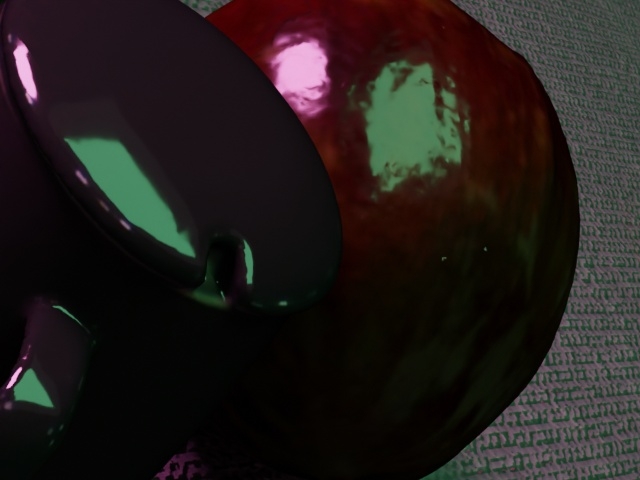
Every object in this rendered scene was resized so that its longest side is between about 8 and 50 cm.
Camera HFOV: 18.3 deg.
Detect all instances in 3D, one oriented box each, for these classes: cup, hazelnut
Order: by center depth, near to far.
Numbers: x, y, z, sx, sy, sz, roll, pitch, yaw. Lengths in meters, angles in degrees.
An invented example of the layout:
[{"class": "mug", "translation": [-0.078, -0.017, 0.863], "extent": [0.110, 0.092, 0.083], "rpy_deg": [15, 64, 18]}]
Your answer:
[{"class": "cup", "translation": [-0.095, 0.020, 0.676], "extent": [0.169, 0.176, 0.223], "rpy_deg": [40, 28, -21]}, {"class": "hazelnut", "translation": [0.000, 0.000, 0.860], "extent": [0.234, 0.218, 0.218], "rpy_deg": [45, 17, -58]}]

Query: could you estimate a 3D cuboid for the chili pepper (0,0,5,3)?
[{"class": "chili pepper", "translation": [-0.219, -0.279, 0.905], "extent": [0.385, 0.167, 0.213], "rpy_deg": [58, 23, 19]}]
